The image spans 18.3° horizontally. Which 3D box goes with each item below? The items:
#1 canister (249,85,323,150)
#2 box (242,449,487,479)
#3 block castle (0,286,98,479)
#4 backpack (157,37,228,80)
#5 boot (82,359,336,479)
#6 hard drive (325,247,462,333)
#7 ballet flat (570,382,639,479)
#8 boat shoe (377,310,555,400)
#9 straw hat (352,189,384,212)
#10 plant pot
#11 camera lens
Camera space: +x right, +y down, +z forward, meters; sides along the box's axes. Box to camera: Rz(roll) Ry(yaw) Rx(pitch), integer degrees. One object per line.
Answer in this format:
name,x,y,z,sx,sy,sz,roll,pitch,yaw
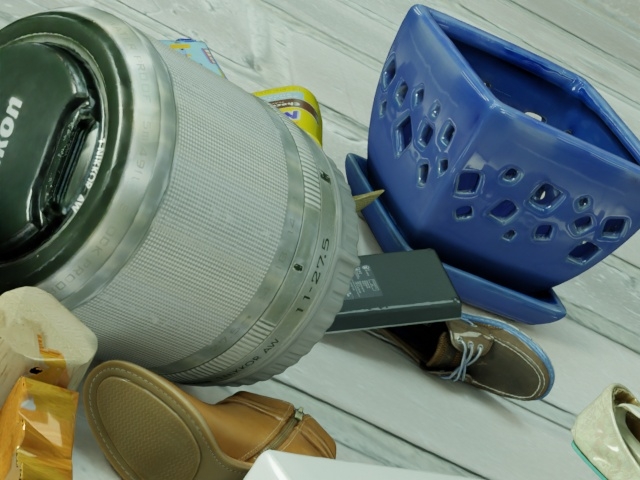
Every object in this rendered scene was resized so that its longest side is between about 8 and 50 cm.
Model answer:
canister,-0.057,-0.082,1.834,0.126,0.073,0.170,-12,20,5
box,0.081,0.261,1.077,0.345,0.215,0.168,13,26,-42
block castle,-0.327,0.127,0.828,0.453,0.213,0.303,17,36,-20
backpack,-0.168,-0.096,1.670,0.173,0.117,0.158,1,40,-26
boot,-0.071,0.132,1.377,0.197,0.073,0.152,42,20,-7
hard drive,0.046,0.043,1.726,0.135,0.022,0.094,-6,31,-11
ballet flat,0.202,0.144,1.140,0.057,0.052,0.168,13,27,-44
boat shoe,0.117,0.096,1.753,0.183,0.066,0.066,26,23,13
straw hat,0.000,0.000,1.791,0.144,0.144,0.061,-20,95,-65
plant pot,0.167,-0.064,1.969,0.236,0.212,0.236,20,23,-28
camera lens,-0.130,-0.024,1.391,0.274,0.219,0.219,26,17,-50
